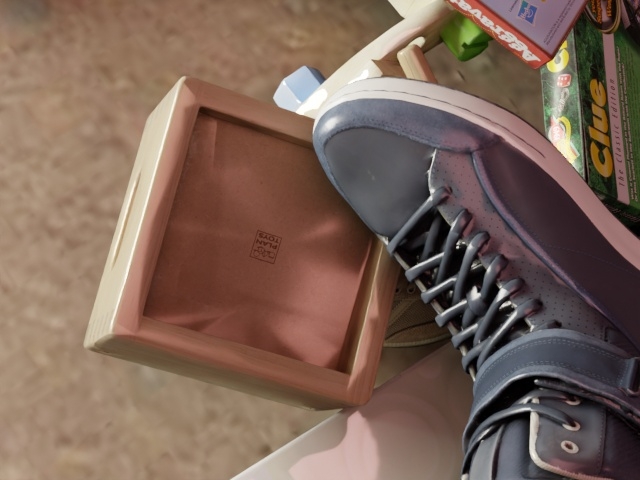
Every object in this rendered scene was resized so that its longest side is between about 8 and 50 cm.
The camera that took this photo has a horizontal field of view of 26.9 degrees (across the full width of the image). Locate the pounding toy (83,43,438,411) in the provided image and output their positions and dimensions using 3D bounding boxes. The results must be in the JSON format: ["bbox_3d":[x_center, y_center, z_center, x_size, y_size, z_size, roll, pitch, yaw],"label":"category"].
[{"bbox_3d":[0.007,-0.007,0.680,0.206,0.094,0.181,17,76,-15],"label":"pounding toy"}]

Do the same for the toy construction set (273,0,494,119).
[{"bbox_3d":[-0.011,-0.183,0.779,0.215,0.151,0.328,-23,83,-40],"label":"toy construction set"}]

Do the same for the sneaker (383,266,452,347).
[{"bbox_3d":[0.025,0.024,0.755,0.188,0.071,0.066,-7,72,-10],"label":"sneaker"}]

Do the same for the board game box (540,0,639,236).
[{"bbox_3d":[0.178,-0.133,0.815,0.136,0.030,0.260,21,62,-45],"label":"board game box"}]

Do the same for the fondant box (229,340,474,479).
[{"bbox_3d":[0.079,0.189,0.695,0.330,0.096,0.238,-31,79,-16],"label":"fondant box"}]

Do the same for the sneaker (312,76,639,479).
[{"bbox_3d":[0.067,0.035,0.557,0.226,0.086,0.163,37,44,3],"label":"sneaker"}]

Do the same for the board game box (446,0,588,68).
[{"bbox_3d":[0.137,-0.250,0.748,0.145,0.027,0.281,36,76,-11],"label":"board game box"}]
